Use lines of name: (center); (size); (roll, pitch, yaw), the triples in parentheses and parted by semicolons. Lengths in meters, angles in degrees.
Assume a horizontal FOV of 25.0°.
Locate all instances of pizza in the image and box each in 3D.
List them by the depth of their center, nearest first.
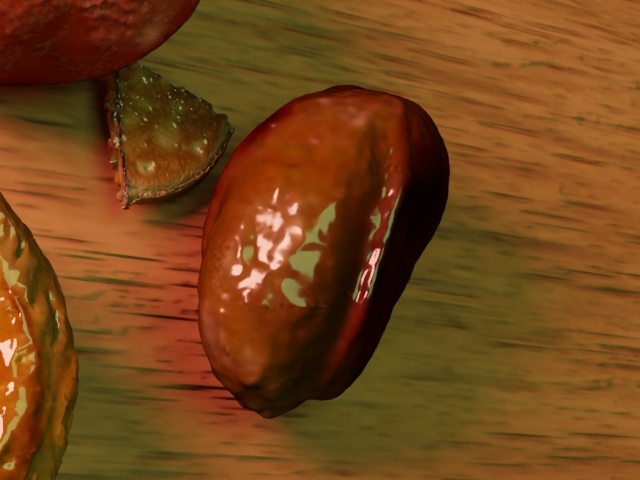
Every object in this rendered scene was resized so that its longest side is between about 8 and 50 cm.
pizza: (-0.095, -0.065, 0.894); (0.099, 0.029, 0.100); (1, 74, -43)

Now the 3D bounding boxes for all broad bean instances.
broad bean: (-0.002, 0.000, 0.873); (0.122, 0.156, 0.228); (20, 60, 21)

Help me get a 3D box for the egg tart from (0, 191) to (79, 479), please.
egg tart: (-0.259, 0.061, 0.674); (0.294, 0.123, 0.294); (10, 71, -29)

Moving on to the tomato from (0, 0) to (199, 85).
tomato: (-0.161, -0.201, 0.795); (0.232, 0.188, 0.232); (15, 63, -32)
